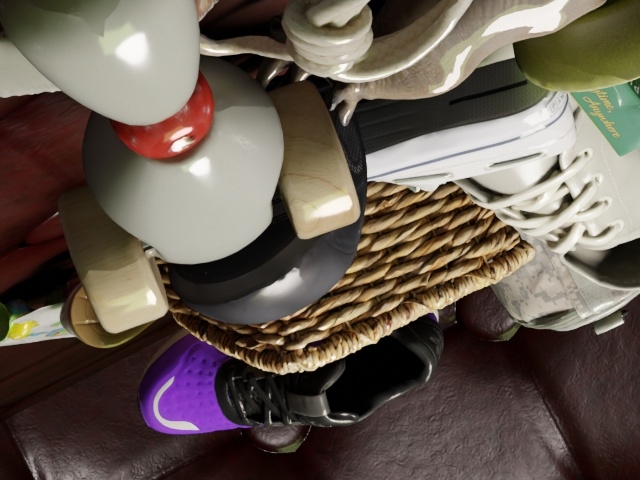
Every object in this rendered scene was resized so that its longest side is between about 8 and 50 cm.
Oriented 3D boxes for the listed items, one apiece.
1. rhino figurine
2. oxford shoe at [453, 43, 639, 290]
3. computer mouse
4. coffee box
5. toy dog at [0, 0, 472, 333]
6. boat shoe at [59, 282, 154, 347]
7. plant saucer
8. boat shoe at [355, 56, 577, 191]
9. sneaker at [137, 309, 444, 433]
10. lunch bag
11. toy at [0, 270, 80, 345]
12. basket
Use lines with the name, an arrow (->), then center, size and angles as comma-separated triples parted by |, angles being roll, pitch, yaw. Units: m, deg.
rhino figurine -> 0.067, -0.144, 0.883 | 0.243, 0.106, 0.073 | -28, 175, 5
oxford shoe -> 0.189, -0.063, 1.190 | 0.169, 0.130, 0.449 | -17, 153, 31
computer mouse -> -0.017, -0.031, 0.955 | 0.189, 0.072, 0.272 | -17, -147, 22
coffee box -> 0.208, -0.156, 1.068 | 0.040, 0.113, 0.184 | -28, -152, 32
toy dog -> -0.079, -0.087, 0.698 | 0.220, 0.161, 0.333 | -17, 159, -22
boat shoe -> -0.148, 0.011, 1.491 | 0.277, 0.098, 0.096 | -31, -165, -24
plant saucer -> 0.212, -0.196, 0.935 | 0.241, 0.037, 0.241 | -35, -151, 23
boat shoe -> 0.069, -0.065, 1.032 | 0.226, 0.076, 0.083 | -7, -131, 27
sneaker -> -0.027, 0.121, 1.326 | 0.293, 0.102, 0.146 | -17, -157, 1
lunch bag -> 0.234, -0.066, 1.504 | 0.213, 0.305, 0.256 | -27, -179, 14
toy -> -0.266, 0.065, 1.581 | 0.137, 0.056, 0.237 | -26, 172, 34
basket -> 0.000, 0.000, 1.361 | 0.299, 0.223, 0.213 | -25, 175, -32
